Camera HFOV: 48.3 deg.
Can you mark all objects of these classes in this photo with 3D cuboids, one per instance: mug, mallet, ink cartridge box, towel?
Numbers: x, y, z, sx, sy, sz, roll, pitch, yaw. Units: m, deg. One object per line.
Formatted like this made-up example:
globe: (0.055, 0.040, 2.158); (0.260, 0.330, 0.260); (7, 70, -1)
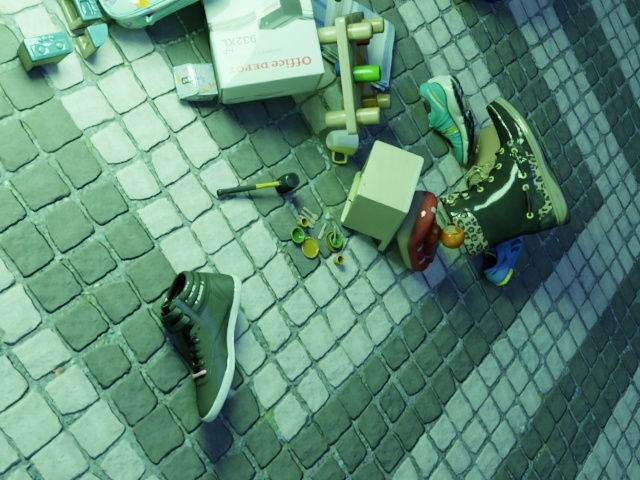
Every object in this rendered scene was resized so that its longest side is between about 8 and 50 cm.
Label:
mug: (0.050, -0.231, 1.713); (0.064, 0.062, 0.078); (0, 73, -30)
mallet: (-0.140, -0.115, 1.558); (0.189, 0.062, 0.039); (-12, 86, -24)
ink cartridge box: (-0.132, -0.468, 1.518); (0.223, 0.129, 0.307); (-11, 88, -9)
towel: (0.076, -0.527, 1.816); (0.285, 0.034, 0.209); (21, 67, -33)

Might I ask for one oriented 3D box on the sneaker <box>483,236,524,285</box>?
sneaker: (0.511, 0.025, 2.009); (0.082, 0.069, 0.209); (39, 59, -21)

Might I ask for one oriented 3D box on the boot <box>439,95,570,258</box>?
boot: (0.447, -0.159, 1.872); (0.377, 0.284, 0.138); (65, 9, 5)

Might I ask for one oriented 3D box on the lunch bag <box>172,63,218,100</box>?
lunch bag: (-0.263, -0.330, 1.495); (0.083, 0.053, 0.071); (-8, 84, -30)

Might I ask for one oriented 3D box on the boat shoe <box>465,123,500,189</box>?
boat shoe: (0.468, -0.167, 1.984); (0.110, 0.121, 0.341); (9, 76, -37)

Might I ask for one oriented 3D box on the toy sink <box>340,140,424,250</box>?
toy sink: (0.134, -0.100, 1.685); (0.131, 0.234, 0.153); (21, 66, -1)

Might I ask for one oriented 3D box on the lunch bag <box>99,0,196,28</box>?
lunch bag: (-0.324, -0.548, 1.389); (0.279, 0.108, 0.224); (-25, 97, 1)

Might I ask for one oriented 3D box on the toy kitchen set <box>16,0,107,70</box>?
toy kitchen set: (-0.489, -0.438, 1.296); (0.166, 0.122, 0.207); (-28, 97, -39)

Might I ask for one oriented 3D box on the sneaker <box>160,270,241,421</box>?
sneaker: (-0.243, 0.191, 1.365); (0.147, 0.104, 0.296); (19, 63, -32)

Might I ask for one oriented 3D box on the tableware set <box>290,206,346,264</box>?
tableware set: (0.000, 0.000, 1.643); (0.154, 0.024, 0.104); (41, 58, -24)

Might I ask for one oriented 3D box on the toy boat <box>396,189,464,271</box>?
toy boat: (0.274, -0.018, 1.730); (0.231, 0.151, 0.151); (65, 40, -57)

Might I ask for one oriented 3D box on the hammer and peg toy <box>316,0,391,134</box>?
hammer and peg toy: (0.079, -0.442, 1.626); (0.266, 0.127, 0.361); (-56, 142, -67)

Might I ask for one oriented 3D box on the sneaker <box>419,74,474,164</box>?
sneaker: (0.351, -0.327, 1.943); (0.275, 0.110, 0.107); (63, 35, -33)

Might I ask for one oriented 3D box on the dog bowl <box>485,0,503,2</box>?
dog bowl: (0.494, -0.828, 2.063); (0.104, 0.265, 0.265); (0, 80, -40)
